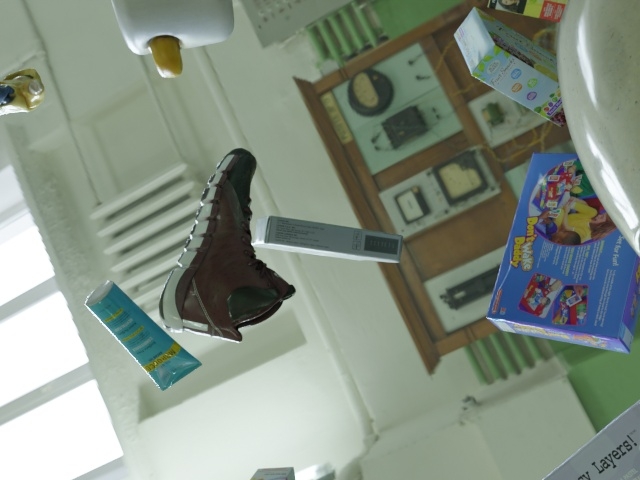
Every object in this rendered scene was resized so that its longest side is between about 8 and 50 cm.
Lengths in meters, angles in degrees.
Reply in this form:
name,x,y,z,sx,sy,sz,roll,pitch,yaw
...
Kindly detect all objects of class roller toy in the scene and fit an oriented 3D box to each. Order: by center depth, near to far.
name,x,y,z,sx,sy,sz,roll,pitch,yaw
roller toy,-0.191,-0.324,0.783,0.209,0.146,0.191,88,167,-54

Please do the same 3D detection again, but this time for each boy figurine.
name,x,y,z,sx,sy,sz,roll,pitch,yaw
boy figurine,-0.619,-0.292,1.283,0.285,0.177,0.092,-69,-29,-73

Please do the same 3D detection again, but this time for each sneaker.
name,x,y,z,sx,sy,sz,roll,pitch,yaw
sneaker,-0.099,0.015,0.914,0.106,0.162,0.281,88,-160,-71

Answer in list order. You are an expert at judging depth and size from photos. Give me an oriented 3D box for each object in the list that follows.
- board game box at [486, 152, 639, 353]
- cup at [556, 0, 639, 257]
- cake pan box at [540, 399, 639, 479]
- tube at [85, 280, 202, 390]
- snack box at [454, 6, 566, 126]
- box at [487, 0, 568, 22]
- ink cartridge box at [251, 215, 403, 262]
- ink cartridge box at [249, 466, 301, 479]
name,x,y,z,sx,sy,sz,roll,pitch,yaw
board game box,0.465,0.009,1.185,0.078,0.233,0.347,37,-113,-45
cup,0.376,-0.096,0.581,0.331,0.331,0.237,49,-132,-48
cake pan box,0.365,0.271,0.618,0.070,0.267,0.246,4,-138,-47
tube,-0.280,0.152,1.029,0.207,0.080,0.052,54,-171,-29
snack box,0.352,-0.312,1.169,0.207,0.070,0.174,25,-145,-19
box,0.408,-0.410,1.098,0.058,0.232,0.087,-48,-27,-57
ink cartridge box,0.000,0.000,1.355,0.239,0.275,0.060,-179,97,-75
ink cartridge box,-0.126,0.623,1.648,0.181,0.104,0.062,-30,-70,-72
